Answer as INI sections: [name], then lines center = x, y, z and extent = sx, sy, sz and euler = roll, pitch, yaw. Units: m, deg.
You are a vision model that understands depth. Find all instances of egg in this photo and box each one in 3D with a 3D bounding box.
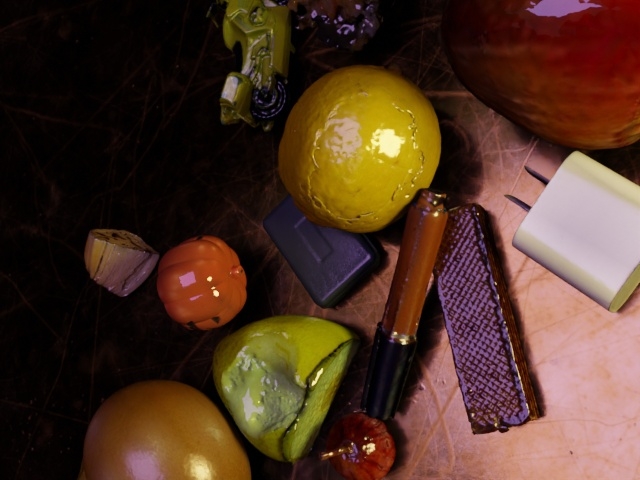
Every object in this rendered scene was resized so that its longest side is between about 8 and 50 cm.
[egg]
center = -0.286, 0.422, 1.465
extent = 0.351, 0.282, 0.283
euler = 45, 104, 24

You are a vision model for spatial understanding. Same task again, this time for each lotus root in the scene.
[lotus root]
center = -0.451, 0.038, 1.729
extent = 0.159, 0.095, 0.135
euler = 30, 106, -12

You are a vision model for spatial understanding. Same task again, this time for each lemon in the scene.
[lemon]
center = 0.068, -0.161, 1.367
extent = 0.297, 0.297, 0.297
euler = -5, 80, 28

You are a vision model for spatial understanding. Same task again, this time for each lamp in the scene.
[lamp]
center = -0.225, 0.082, 1.538
extent = 0.163, 0.187, 0.188
euler = -17, 75, 18

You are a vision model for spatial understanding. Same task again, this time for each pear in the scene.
[pear]
center = -0.089, 0.247, 1.461
extent = 0.292, 0.159, 0.293
euler = -6, 79, 30

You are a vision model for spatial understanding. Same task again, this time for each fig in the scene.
[fig]
center = 0.060, 0.361, 1.382
extent = 0.128, 0.150, 0.128
euler = -38, 29, 25

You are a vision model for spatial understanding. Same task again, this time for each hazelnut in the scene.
[hazelnut]
center = 0.376, -0.315, 1.146
extent = 0.420, 0.420, 0.353
euler = 18, 110, 29

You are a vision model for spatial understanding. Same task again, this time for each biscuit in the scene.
[biscuit]
center = 0.271, 0.132, 1.331
extent = 0.107, 0.073, 0.389
euler = -19, 73, 26

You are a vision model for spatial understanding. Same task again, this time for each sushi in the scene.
[sushi]
center = 0.055, -0.496, 1.486
extent = 0.200, 0.204, 0.213
euler = 26, 135, 5

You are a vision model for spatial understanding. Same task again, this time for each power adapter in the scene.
[power adapter]
center = 0.416, -0.031, 1.248
extent = 0.255, 0.124, 0.187
euler = 38, 100, 26

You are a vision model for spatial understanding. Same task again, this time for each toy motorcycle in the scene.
[toy motorcycle]
center = -0.143, -0.401, 1.595
extent = 0.206, 0.142, 0.343
euler = 1, 81, 30

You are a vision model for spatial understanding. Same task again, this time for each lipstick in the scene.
[lipstick]
center = 0.145, 0.114, 1.347
extent = 0.077, 0.077, 0.419
euler = 21, 107, 29

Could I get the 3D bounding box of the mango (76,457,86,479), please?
[mango]
center = -0.445, 0.577, 1.606
extent = 0.176, 0.176, 0.330
euler = 14, 66, -1

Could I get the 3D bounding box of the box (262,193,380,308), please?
[box]
center = 0.000, 0.000, 1.508
extent = 0.160, 0.050, 0.230
euler = -44, 65, 16
